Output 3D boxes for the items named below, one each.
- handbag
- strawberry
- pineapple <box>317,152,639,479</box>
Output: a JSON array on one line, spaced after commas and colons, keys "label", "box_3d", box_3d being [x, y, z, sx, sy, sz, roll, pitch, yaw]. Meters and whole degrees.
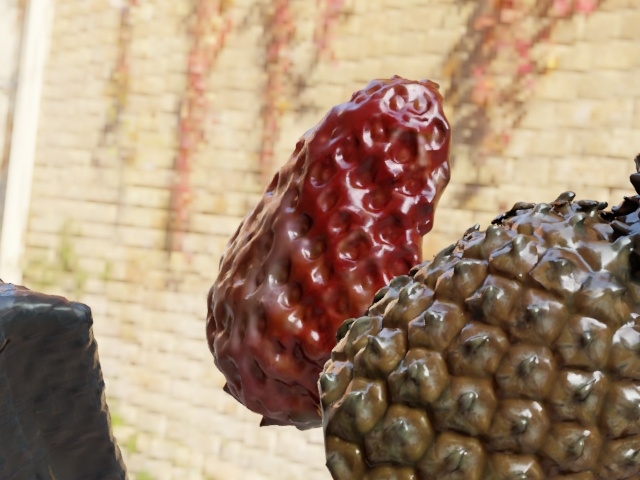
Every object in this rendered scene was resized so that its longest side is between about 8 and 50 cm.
[{"label": "handbag", "box_3d": [-0.179, 0.125, 0.792, 0.089, 0.175, 0.270, 23, -35, 20]}, {"label": "strawberry", "box_3d": [0.000, 0.000, 1.473, 0.149, 0.336, 0.265, 18, 16, -12]}, {"label": "pineapple", "box_3d": [0.165, 0.049, 0.916, 0.362, 0.202, 0.202, -39, -16, 17]}]
